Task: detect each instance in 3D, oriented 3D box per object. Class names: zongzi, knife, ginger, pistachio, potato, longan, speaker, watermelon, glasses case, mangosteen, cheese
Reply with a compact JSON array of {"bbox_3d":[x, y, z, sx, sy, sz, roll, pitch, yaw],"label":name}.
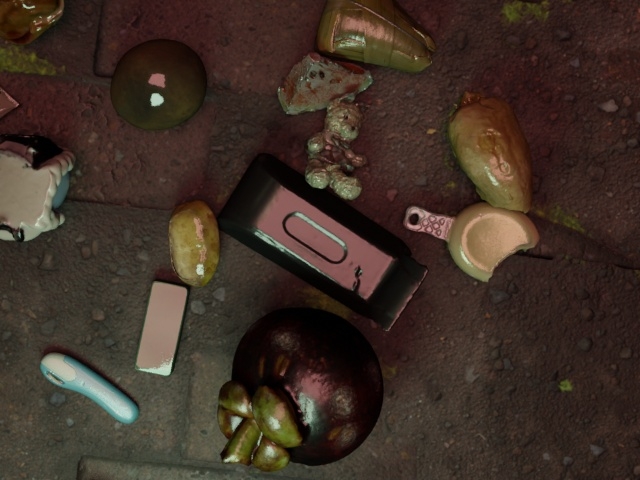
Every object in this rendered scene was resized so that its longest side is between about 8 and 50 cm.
[{"bbox_3d":[0.119,-0.459,1.683,0.228,0.115,0.256,10,83,-6],"label":"zongzi"},{"bbox_3d":[-0.460,0.295,1.748,0.222,0.031,0.064,35,88,-8],"label":"knife"},{"bbox_3d":[0.329,-0.171,1.685,0.138,0.152,0.267,-19,89,-2],"label":"ginger"},{"bbox_3d":[-0.586,-0.454,1.641,0.210,0.130,0.165,12,105,7],"label":"pistachio"},{"bbox_3d":[-0.245,0.006,1.704,0.107,0.080,0.170,-4,101,21],"label":"potato"},{"bbox_3d":[-0.306,-0.293,1.651,0.187,0.167,0.167,-30,95,22],"label":"longan"},{"bbox_3d":[0.000,0.000,1.666,0.388,0.184,0.180,32,93,-3],"label":"speaker"},{"bbox_3d":[0.002,-0.322,1.679,0.187,0.139,0.071,-19,61,0],"label":"watermelon"},{"bbox_3d":[-0.314,0.173,1.739,0.078,0.039,0.184,12,94,-2],"label":"glasses case"},{"bbox_3d":[-0.051,0.287,1.610,0.347,0.307,0.306,-31,96,-37],"label":"mangosteen"},{"bbox_3d":[0.300,-0.029,1.732,0.249,0.071,0.163,37,92,-3],"label":"cheese"}]

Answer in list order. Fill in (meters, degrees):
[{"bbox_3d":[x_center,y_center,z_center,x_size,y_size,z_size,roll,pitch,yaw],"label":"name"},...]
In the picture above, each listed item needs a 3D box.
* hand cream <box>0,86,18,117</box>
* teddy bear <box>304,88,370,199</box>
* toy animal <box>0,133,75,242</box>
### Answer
[{"bbox_3d":[-0.681,-0.228,1.694,0.087,0.054,0.186,44,85,0],"label":"hand cream"},{"bbox_3d":[0.028,-0.181,1.703,0.133,0.111,0.213,26,68,-35],"label":"teddy bear"},{"bbox_3d":[-0.565,-0.102,1.655,0.208,0.156,0.204,14,97,14],"label":"toy animal"}]
